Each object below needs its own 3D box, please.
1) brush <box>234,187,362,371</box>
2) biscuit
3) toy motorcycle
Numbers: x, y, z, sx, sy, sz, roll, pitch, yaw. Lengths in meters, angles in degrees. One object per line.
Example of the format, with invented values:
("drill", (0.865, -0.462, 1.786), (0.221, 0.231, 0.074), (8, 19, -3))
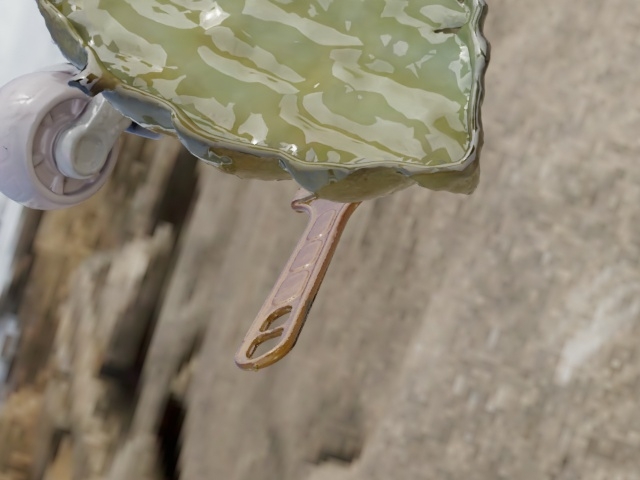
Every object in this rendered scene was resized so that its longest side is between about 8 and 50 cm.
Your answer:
("brush", (0.000, 0.000, 1.345), (0.090, 0.017, 0.314), (-21, 22, 26))
("biscuit", (-0.018, -0.134, 0.682), (0.036, 0.187, 0.273), (86, -164, -59))
("toy motorcycle", (-0.085, -0.115, 1.069), (0.254, 0.112, 0.112), (-40, -3, -30))
